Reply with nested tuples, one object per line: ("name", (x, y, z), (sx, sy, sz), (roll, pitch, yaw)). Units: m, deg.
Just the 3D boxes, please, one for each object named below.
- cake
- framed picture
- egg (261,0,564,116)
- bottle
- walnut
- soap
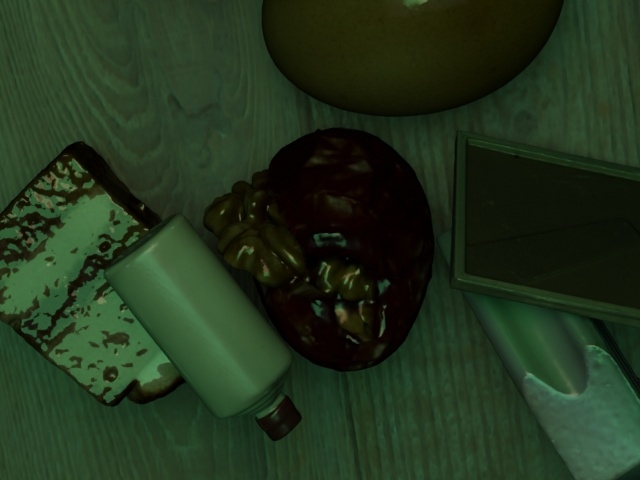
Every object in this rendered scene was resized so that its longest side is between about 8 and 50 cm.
("cake", (-0.227, 0.050, 1.494), (0.293, 0.199, 0.196), (42, 89, -6))
("framed picture", (0.293, -0.005, 1.419), (0.324, 0.240, 0.020), (11, 134, -4))
("egg", (0.093, -0.254, 1.412), (0.322, 0.250, 0.250), (-16, 92, 12))
("bottle", (-0.105, 0.096, 1.365), (0.104, 0.104, 0.245), (-37, 100, 6))
("walnut", (0.000, 0.000, 1.431), (0.244, 0.269, 0.222), (22, 107, -9))
("soap", (0.252, 0.113, 1.453), (0.109, 0.193, 0.324), (-32, 63, 11))
